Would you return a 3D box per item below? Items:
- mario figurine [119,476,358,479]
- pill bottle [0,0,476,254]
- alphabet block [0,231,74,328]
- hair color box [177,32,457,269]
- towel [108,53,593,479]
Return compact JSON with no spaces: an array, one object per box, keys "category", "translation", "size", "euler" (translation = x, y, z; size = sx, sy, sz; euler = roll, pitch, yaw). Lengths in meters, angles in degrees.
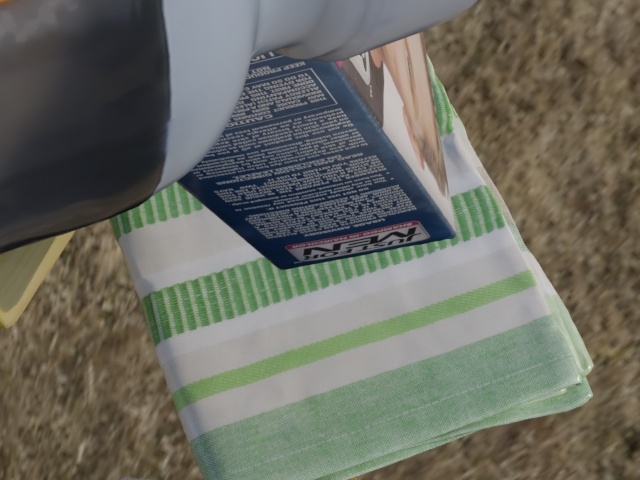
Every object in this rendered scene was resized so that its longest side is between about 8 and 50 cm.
[{"category":"mario figurine","translation":[-0.119,0.228,1.152],"size":[0.320,0.198,0.170],"euler":[-40,76,-12]},{"category":"pill bottle","translation":[-0.112,-0.066,0.374],"size":[0.278,0.162,0.162],"euler":[-21,76,-19]},{"category":"alphabet block","translation":[-0.210,-0.097,1.032],"size":[0.192,0.193,0.197],"euler":[30,78,15]},{"category":"hair color box","translation":[-0.026,-0.112,0.858],"size":[0.105,0.347,0.173],"euler":[-11,75,10]},{"category":"towel","translation":[0.000,0.000,1.199],"size":[0.248,0.038,0.324],"euler":[-17,58,-11]}]
